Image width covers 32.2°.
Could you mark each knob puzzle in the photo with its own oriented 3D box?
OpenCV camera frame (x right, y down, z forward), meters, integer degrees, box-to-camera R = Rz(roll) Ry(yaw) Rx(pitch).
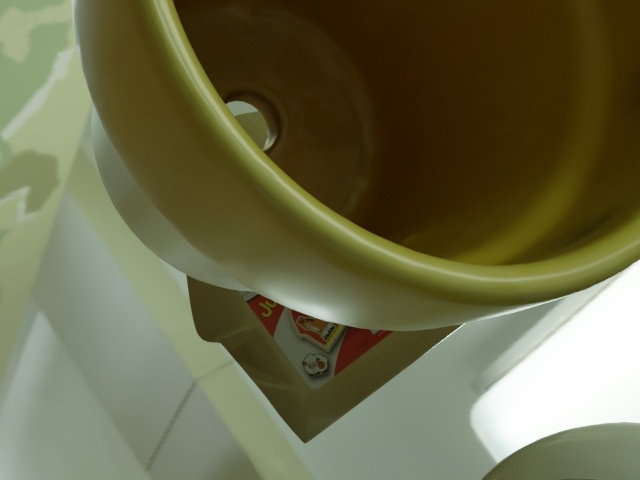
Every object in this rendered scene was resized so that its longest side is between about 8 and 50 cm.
[{"bbox_3d":[0.000,0.000,0.703,0.213,0.213,0.030,58,2,10],"label":"knob puzzle"}]

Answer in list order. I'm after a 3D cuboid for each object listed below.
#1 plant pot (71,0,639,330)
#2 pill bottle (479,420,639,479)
[{"bbox_3d":[0.004,-0.078,0.489,0.254,0.254,0.239,64,-28,1],"label":"plant pot"},{"bbox_3d":[0.148,0.165,0.496,0.169,0.301,0.169,-5,-101,27],"label":"pill bottle"}]
